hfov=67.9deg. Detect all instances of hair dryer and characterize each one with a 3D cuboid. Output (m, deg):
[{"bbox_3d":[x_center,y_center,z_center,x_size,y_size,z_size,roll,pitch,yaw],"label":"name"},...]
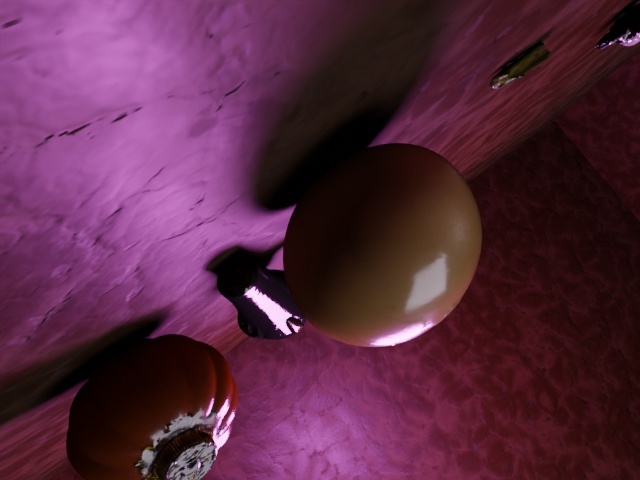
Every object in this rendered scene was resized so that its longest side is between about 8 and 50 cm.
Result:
[{"bbox_3d":[0.000,0.000,0.726,0.359,0.120,0.304,-46,160,-10],"label":"hair dryer"}]

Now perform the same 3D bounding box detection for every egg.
[{"bbox_3d":[0.063,0.003,0.499,0.201,0.201,0.244,-33,162,-26],"label":"egg"}]

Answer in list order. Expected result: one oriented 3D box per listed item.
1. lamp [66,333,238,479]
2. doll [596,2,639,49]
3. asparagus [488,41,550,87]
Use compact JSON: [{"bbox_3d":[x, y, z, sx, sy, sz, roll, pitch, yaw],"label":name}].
[{"bbox_3d":[-0.218,0.232,0.636,0.223,0.196,0.223,-26,132,-33],"label":"lamp"},{"bbox_3d":[0.613,-0.424,0.872,0.219,0.067,0.091,-37,-177,18],"label":"doll"},{"bbox_3d":[0.270,-0.234,0.638,0.108,0.025,0.021,-35,-178,-12],"label":"asparagus"}]
